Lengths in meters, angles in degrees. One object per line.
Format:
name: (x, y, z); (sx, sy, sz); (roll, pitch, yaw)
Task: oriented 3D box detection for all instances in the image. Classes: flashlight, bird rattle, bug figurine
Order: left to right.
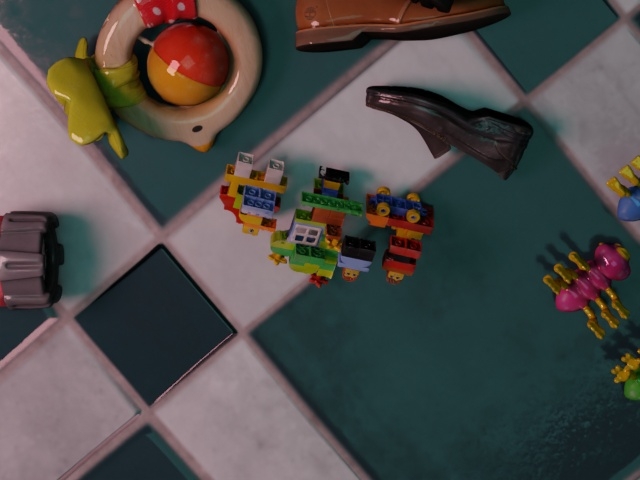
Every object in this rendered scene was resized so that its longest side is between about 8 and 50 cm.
flashlight: (-0.415, 0.023, 1.829); (0.304, 0.103, 0.103); (-1, 100, 3)
bird rattle: (-0.155, -0.196, 1.788); (0.207, 0.143, 0.253); (26, 96, -21)
bug figurine: (0.351, 0.049, 1.801); (0.216, 0.072, 0.279); (-38, 99, 14)

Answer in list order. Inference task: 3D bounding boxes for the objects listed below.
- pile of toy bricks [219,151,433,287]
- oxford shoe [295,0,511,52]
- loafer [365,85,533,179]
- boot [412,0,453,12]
pile of toy bricks: (0.000, 0.000, 1.810); (0.212, 0.118, 0.105); (12, 132, -7)
oxford shoe: (0.079, -0.231, 1.778); (0.212, 0.076, 0.076); (-3, 85, 3)
loafer: (0.121, -0.109, 1.798); (0.170, 0.062, 0.061); (18, 104, 2)
boot: (0.027, -0.389, 1.723); (0.348, 0.131, 0.260); (22, 93, 9)
